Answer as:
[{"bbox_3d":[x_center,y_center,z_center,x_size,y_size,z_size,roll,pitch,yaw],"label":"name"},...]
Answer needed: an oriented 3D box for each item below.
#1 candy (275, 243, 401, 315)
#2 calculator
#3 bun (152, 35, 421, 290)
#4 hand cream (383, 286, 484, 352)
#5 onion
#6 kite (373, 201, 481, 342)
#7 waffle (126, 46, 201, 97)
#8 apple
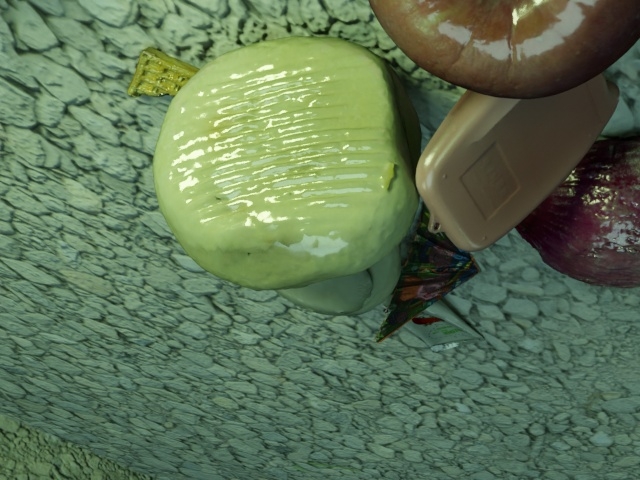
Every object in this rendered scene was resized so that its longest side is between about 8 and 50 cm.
[{"bbox_3d":[0.000,0.000,1.128,0.296,0.185,0.295,20,139,19],"label":"candy"},{"bbox_3d":[0.250,-0.127,0.855,0.329,0.048,0.220,-47,131,-4],"label":"calculator"},{"bbox_3d":[-0.029,-0.093,0.907,0.361,0.361,0.213,-2,160,12],"label":"bun"},{"bbox_3d":[0.215,0.152,1.398,0.121,0.076,0.336,-16,143,29],"label":"hand cream"},{"bbox_3d":[0.403,-0.027,1.043,0.349,0.159,0.267,5,140,2],"label":"onion"},{"bbox_3d":[0.195,0.061,1.251,0.234,0.016,0.321,-1,124,-27],"label":"kite"},{"bbox_3d":[-0.199,-0.220,1.008,0.153,0.023,0.097,20,143,-16],"label":"waffle"},{"bbox_3d":[0.186,-0.289,0.665,0.306,0.235,0.305,8,125,11],"label":"apple"}]
